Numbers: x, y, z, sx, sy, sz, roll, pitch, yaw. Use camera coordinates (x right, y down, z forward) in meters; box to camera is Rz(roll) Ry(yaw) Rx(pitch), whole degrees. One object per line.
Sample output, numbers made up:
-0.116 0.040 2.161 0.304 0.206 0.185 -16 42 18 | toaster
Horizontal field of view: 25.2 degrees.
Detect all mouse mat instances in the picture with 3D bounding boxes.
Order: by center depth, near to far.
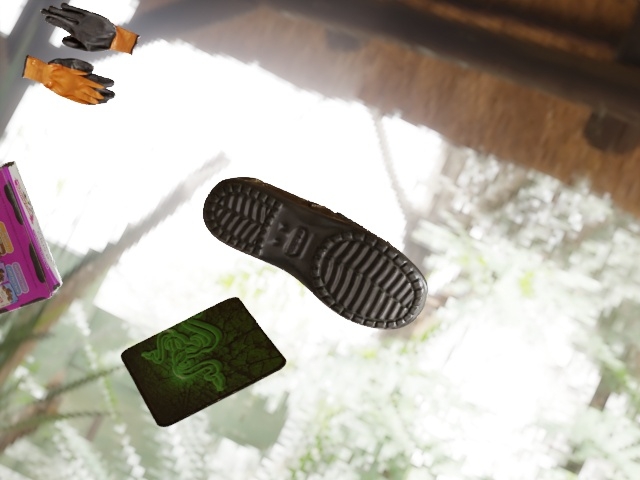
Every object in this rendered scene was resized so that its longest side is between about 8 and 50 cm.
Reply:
-0.131 0.129 1.566 0.189 0.152 0.007 44 -22 61 | mouse mat

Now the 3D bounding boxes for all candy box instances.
-0.433 0.021 1.633 0.071 0.233 0.159 -84 156 -79 | candy box

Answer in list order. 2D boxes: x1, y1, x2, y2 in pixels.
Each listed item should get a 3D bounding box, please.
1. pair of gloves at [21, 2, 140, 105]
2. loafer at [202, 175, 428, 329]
-0.181 -0.138 1.075 0.074 0.010 0.083 20 -51 -13 | pair of gloves
0.000 0.000 1.273 0.220 0.080 0.078 32 16 -11 | loafer
